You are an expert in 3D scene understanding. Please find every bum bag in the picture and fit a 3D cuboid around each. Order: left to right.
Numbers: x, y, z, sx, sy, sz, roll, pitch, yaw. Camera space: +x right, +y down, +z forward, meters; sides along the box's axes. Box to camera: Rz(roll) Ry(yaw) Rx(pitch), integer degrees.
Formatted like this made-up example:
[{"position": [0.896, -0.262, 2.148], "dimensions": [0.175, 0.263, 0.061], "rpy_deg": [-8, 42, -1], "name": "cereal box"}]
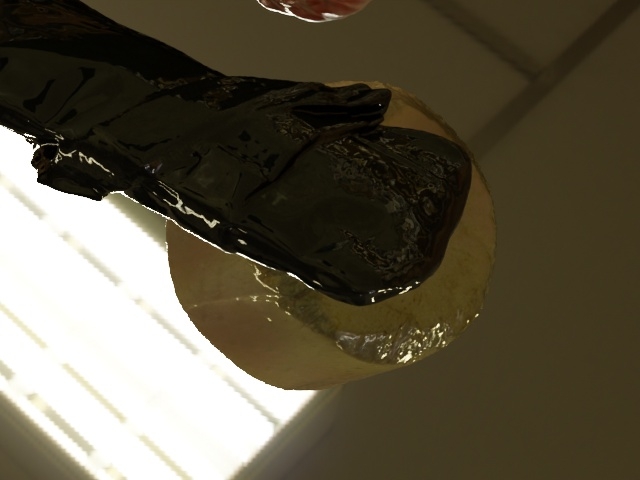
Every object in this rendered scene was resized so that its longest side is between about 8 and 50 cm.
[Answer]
[{"position": [-0.060, -0.047, 0.651], "dimensions": [0.248, 0.060, 0.123], "rpy_deg": [21, -148, 13], "name": "bum bag"}]

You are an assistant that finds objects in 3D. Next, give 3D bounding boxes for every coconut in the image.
[{"position": [0.000, 0.000, 1.235], "dimensions": [0.239, 0.244, 0.239], "rpy_deg": [4, -99, -28], "name": "coconut"}]

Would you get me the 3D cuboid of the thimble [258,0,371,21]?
[{"position": [-0.016, -0.276, 1.081], "dimensions": [0.239, 0.239, 0.162], "rpy_deg": [39, -111, 14], "name": "thimble"}]
